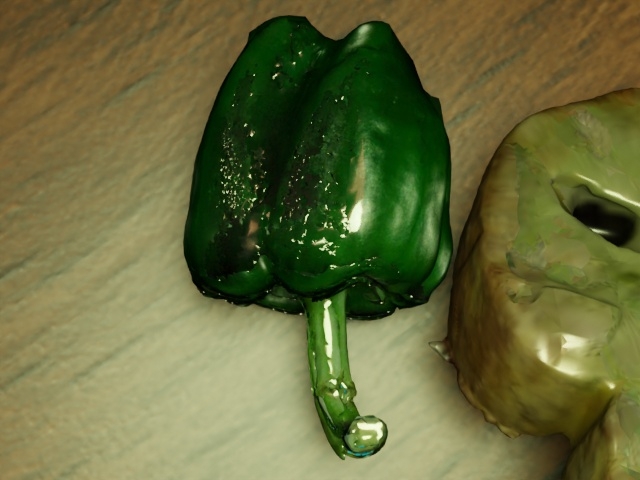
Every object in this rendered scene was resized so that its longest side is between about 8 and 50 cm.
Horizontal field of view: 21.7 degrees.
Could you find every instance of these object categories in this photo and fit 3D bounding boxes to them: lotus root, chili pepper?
[{"bbox_3d":[0.268,0.069,1.002,0.375,0.111,0.390,-27,67,-32],"label":"lotus root"},{"bbox_3d":[0.000,0.000,1.016,0.165,0.174,0.261,9,79,0],"label":"chili pepper"}]
